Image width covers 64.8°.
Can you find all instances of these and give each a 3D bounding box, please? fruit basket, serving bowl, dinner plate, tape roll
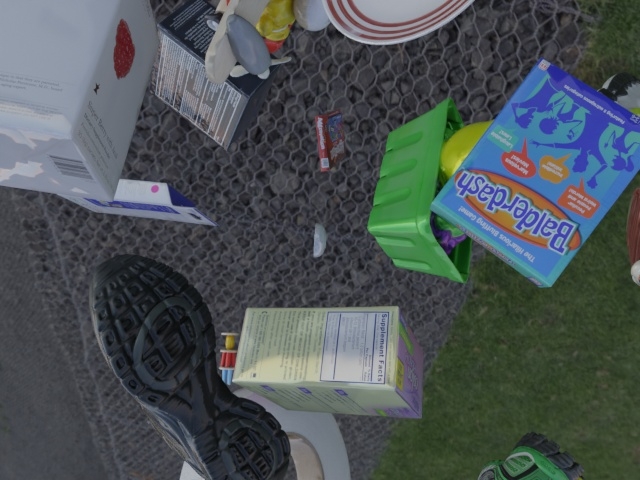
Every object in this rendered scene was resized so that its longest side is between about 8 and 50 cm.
[{"bbox_3d":[0.310,-0.125,1.085,0.391,0.392,0.283,-19,137,24],"label":"fruit basket"},{"bbox_3d":[0.000,0.000,1.227,0.027,0.083,0.083,3,132,3],"label":"serving bowl"},{"bbox_3d":[0.063,-0.198,0.346,0.141,0.141,0.017,-23,160,26],"label":"dinner plate"},{"bbox_3d":[-0.083,0.458,0.914,0.072,0.392,0.392,-17,127,35],"label":"tape roll"}]

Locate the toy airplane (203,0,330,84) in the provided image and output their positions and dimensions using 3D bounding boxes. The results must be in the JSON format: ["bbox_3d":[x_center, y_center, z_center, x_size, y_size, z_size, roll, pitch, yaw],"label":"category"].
[{"bbox_3d":[-0.092,-0.519,0.994,0.272,0.384,0.386,25,121,-2],"label":"toy airplane"}]

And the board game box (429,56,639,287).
[{"bbox_3d":[0.253,-0.077,0.579,0.160,0.047,0.210,36,91,10],"label":"board game box"}]

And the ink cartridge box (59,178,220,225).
[{"bbox_3d":[-0.453,-0.101,1.286,0.370,0.069,0.176,9,169,10],"label":"ink cartridge box"}]

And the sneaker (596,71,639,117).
[{"bbox_3d":[0.409,-0.159,0.772,0.278,0.107,0.118,-25,155,-28],"label":"sneaker"}]

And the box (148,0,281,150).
[{"bbox_3d":[-0.307,-0.466,1.445,0.294,0.183,0.296,38,151,-6],"label":"box"}]

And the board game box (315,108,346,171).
[{"bbox_3d":[0.033,-0.293,1.441,0.027,0.281,0.145,-2,107,13],"label":"board game box"}]

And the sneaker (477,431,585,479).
[{"bbox_3d":[0.307,0.450,0.854,0.134,0.146,0.344,41,150,34],"label":"sneaker"}]

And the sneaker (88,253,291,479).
[{"bbox_3d":[-0.151,0.148,0.517,0.130,0.109,0.286,-16,105,49],"label":"sneaker"}]

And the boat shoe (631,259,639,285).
[{"bbox_3d":[0.362,0.041,0.530,0.137,0.043,0.049,7,110,-48],"label":"boat shoe"}]

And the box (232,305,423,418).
[{"bbox_3d":[0.024,0.195,0.795,0.242,0.117,0.213,-3,151,21],"label":"box"}]

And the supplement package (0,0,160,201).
[{"bbox_3d":[-0.346,-0.229,0.676,0.175,0.293,0.177,8,159,-3],"label":"supplement package"}]

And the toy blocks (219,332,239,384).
[{"bbox_3d":[-0.234,0.345,1.474,0.123,0.148,0.054,1,171,5],"label":"toy blocks"}]

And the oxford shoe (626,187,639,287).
[{"bbox_3d":[0.524,0.033,0.656,0.146,0.397,0.141,-3,117,10],"label":"oxford shoe"}]
